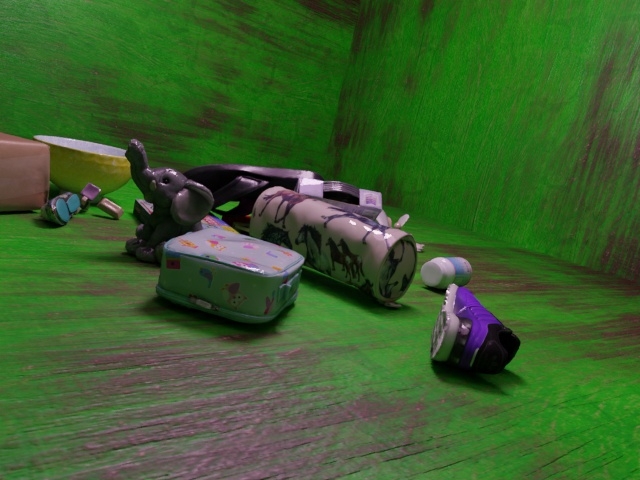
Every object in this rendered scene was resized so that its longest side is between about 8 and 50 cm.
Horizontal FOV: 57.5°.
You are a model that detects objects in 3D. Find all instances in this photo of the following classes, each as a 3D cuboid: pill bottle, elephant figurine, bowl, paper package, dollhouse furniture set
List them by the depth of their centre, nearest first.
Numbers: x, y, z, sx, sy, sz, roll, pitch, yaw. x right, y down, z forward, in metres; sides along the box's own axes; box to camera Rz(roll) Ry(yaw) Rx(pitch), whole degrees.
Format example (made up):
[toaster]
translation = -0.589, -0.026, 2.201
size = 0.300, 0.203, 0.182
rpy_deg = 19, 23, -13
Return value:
[elephant figurine]
translation = -0.310, -0.076, 1.226
size = 0.169, 0.240, 0.186
rpy_deg = 14, 10, 8
[paper package]
translation = -0.841, -0.171, 1.299
size = 0.309, 0.168, 0.324
rpy_deg = 15, 10, 20
[dollhouse furniture set]
translation = -0.586, -0.071, 1.525
size = 0.114, 0.091, 0.081
rpy_deg = 33, -37, -12
[pill bottle]
translation = 0.341, 0.089, 1.590
size = 0.087, 0.087, 0.160
rpy_deg = 21, 12, 38
[bowl]
translation = -0.678, -0.195, 1.676
size = 0.289, 0.156, 0.289
rpy_deg = 13, 9, -2

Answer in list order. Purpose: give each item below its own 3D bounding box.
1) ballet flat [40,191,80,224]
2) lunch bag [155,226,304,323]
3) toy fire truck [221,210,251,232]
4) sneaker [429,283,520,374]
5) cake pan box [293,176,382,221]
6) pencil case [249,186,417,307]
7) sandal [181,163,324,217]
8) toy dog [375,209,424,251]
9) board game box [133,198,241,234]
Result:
[ballet flat]
translation = -0.617, -0.070, 1.365
size = 0.070, 0.070, 0.188
rpy_deg = 11, 8, -10
[lunch bag]
translation = -0.148, 0.062, 1.046
size = 0.223, 0.108, 0.279
rpy_deg = 17, 11, 9
[toy fire truck]
translation = -0.217, -0.042, 1.726
size = 0.191, 0.047, 0.135
rpy_deg = 15, 11, 13
[sneaker]
translation = 0.282, 0.170, 1.056
size = 0.146, 0.102, 0.293
rpy_deg = 19, 15, 10
[cake pan box]
translation = 0.023, -0.067, 1.681
size = 0.245, 0.070, 0.267
rpy_deg = 8, -32, -12
[pencil case]
translation = 0.025, 0.013, 1.359
size = 0.410, 0.184, 0.159
rpy_deg = 21, 18, 31
[sandal]
translation = -0.209, -0.135, 1.673
size = 0.444, 0.107, 0.168
rpy_deg = 0, -32, 3
[toy dog]
translation = 0.239, -0.079, 2.193
size = 0.220, 0.161, 0.333
rpy_deg = 4, 13, -40
[board game box]
translation = -0.366, -0.047, 1.566
size = 0.213, 0.046, 0.317
rpy_deg = 7, 11, -30
